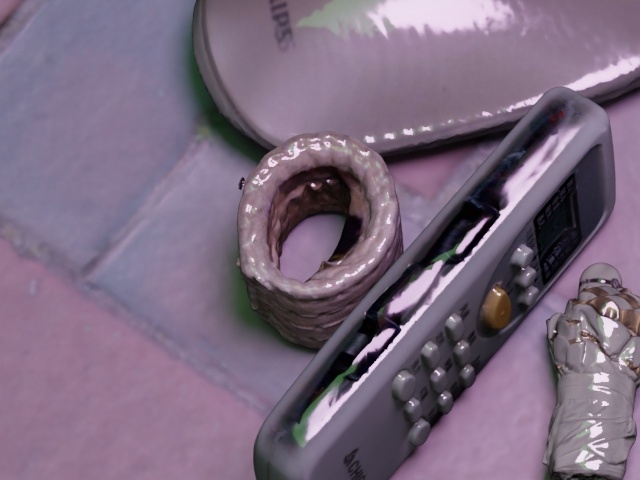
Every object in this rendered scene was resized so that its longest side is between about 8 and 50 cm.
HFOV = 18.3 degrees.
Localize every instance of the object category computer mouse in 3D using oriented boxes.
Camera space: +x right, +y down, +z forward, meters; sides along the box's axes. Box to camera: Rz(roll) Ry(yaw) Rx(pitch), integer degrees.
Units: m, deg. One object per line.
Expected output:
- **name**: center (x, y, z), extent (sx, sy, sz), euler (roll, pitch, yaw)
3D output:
- **computer mouse**: center (0.078, -0.158, 1.297), extent (0.331, 0.095, 0.197), euler (-14, 68, 2)

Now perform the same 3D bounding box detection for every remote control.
- **remote control**: center (0.072, 0.046, 1.174), extent (0.056, 0.140, 0.296), euler (34, 74, 25)

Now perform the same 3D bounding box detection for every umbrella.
- **umbrella**: center (0.166, 0.081, 1.193), extent (0.067, 0.062, 0.143), euler (-13, 60, 37)

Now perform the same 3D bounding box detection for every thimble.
- **thimble**: center (0.000, 0.000, 1.236), extent (0.102, 0.090, 0.115), euler (30, 71, 16)
